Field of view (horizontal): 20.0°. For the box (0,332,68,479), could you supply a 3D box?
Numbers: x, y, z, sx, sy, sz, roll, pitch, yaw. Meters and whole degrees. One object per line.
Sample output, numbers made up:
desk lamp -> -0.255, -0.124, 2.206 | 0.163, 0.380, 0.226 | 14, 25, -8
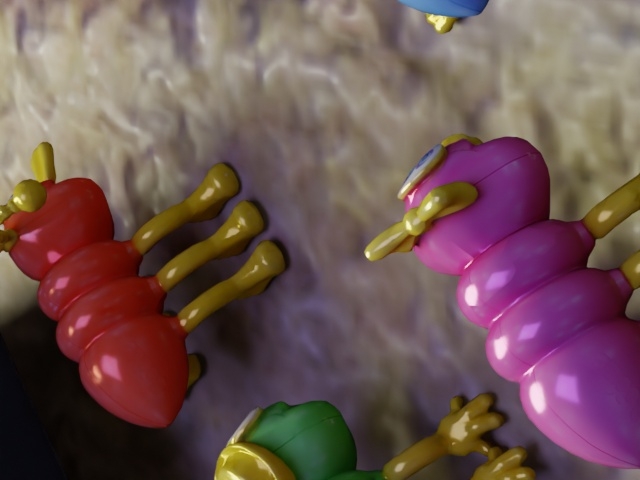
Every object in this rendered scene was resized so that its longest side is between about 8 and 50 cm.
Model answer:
box -> -0.169, 0.135, 0.672 | 0.184, 0.103, 0.261 | 66, 150, 9

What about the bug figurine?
bug figurine -> 0.000, 0.000, 0.492 | 0.216, 0.072, 0.279 | 54, 136, 18
